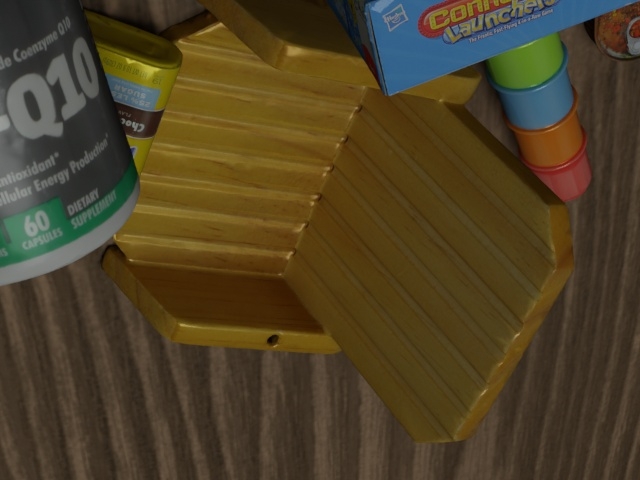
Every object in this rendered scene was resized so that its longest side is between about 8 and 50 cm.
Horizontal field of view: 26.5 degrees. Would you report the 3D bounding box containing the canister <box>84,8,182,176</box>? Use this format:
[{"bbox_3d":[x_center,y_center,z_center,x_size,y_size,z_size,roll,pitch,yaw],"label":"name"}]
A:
[{"bbox_3d":[-0.206,-0.111,1.220,0.126,0.073,0.170,19,120,-11],"label":"canister"}]

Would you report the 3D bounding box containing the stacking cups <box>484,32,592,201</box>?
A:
[{"bbox_3d":[0.214,-0.164,1.373,0.096,0.096,0.316,-28,139,1],"label":"stacking cups"}]

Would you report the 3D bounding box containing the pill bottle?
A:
[{"bbox_3d":[-0.281,-0.161,1.032,0.204,0.204,0.361,-19,119,-7],"label":"pill bottle"}]

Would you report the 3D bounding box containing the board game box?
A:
[{"bbox_3d":[0.133,-0.280,1.075,0.308,0.302,0.086,-22,134,-5],"label":"board game box"}]

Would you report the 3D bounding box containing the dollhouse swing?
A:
[{"bbox_3d":[0.000,0.000,1.261,0.315,0.305,0.347,6,127,-28],"label":"dollhouse swing"}]

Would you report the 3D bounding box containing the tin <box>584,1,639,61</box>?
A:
[{"bbox_3d":[0.316,-0.265,1.353,0.106,0.040,0.190,-14,133,-6],"label":"tin"}]
